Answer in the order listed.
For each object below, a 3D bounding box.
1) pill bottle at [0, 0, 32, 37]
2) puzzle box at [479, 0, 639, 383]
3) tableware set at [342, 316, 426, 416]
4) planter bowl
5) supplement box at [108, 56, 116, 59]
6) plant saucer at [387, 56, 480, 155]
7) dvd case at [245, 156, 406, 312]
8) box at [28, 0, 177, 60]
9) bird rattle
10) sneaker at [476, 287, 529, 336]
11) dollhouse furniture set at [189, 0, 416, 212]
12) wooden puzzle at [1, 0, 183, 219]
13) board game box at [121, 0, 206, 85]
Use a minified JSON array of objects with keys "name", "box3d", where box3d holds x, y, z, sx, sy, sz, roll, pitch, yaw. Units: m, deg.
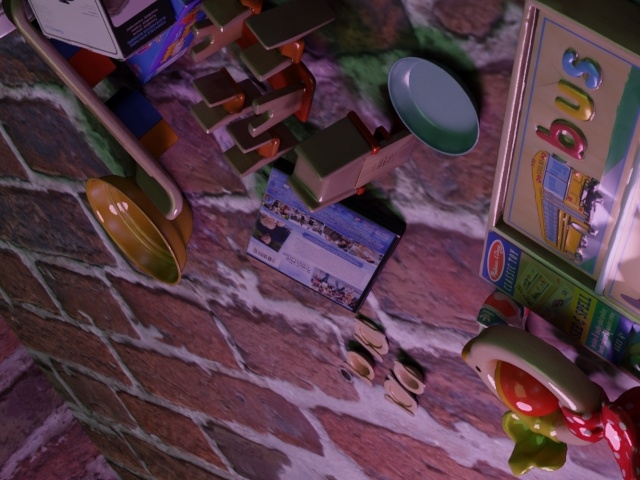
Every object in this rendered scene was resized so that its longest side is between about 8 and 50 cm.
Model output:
[{"name":"pill bottle","box3d":[-0.526,-0.400,1.703,0.119,0.119,0.208,4,131,55]},{"name":"puzzle box","box3d":[0.283,-0.028,1.056,0.272,0.052,0.409,36,151,25]},{"name":"tableware set","box3d":[0.093,0.187,1.670,0.141,0.020,0.168,40,152,17]},{"name":"planter bowl","box3d":[-0.268,-0.039,1.828,0.217,0.090,0.217,38,155,21]},{"name":"supplement box","box3d":[-0.267,-0.277,1.561,0.083,0.043,0.055,12,136,50]},{"name":"plant saucer","box3d":[0.121,-0.142,1.180,0.119,0.021,0.119,35,150,24]},{"name":"dvd case","box3d":[0.000,0.000,1.504,0.180,0.022,0.253,28,152,2]},{"name":"box","box3d":[-0.283,-0.352,1.258,0.169,0.087,0.290,21,142,42]},{"name":"bird rattle","box3d":[0.243,0.172,1.204,0.207,0.143,0.253,42,171,-6]},{"name":"sneaker","box3d":[0.208,0.123,1.344,0.057,0.075,0.161,29,147,35]},{"name":"dollhouse furniture set","box3d":[-0.025,-0.169,1.292,0.259,0.135,0.262,52,156,18]},{"name":"wooden puzzle","box3d":[-0.302,-0.209,1.569,0.348,0.080,0.322,54,173,-21]},{"name":"board game box","box3d":[-0.278,-0.382,1.396,0.347,0.078,0.233,49,154,-3]}]
